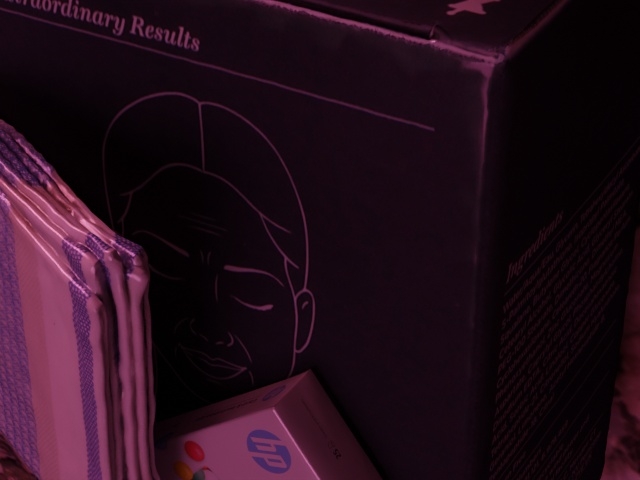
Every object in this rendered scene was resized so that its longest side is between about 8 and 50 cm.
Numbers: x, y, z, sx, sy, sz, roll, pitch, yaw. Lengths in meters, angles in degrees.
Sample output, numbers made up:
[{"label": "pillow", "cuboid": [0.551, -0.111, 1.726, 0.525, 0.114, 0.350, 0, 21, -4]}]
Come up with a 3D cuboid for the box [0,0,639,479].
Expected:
[{"label": "box", "cuboid": [0.000, 0.000, 0.803, 0.293, 0.212, 0.395, 19, 129, 25]}]

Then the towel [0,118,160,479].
[{"label": "towel", "cuboid": [-0.166, 0.016, 0.751, 0.285, 0.034, 0.209, 41, 141, 38]}]

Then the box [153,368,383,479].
[{"label": "box", "cuboid": [-0.038, 0.154, 0.760, 0.186, 0.038, 0.145, -22, 104, 41]}]
